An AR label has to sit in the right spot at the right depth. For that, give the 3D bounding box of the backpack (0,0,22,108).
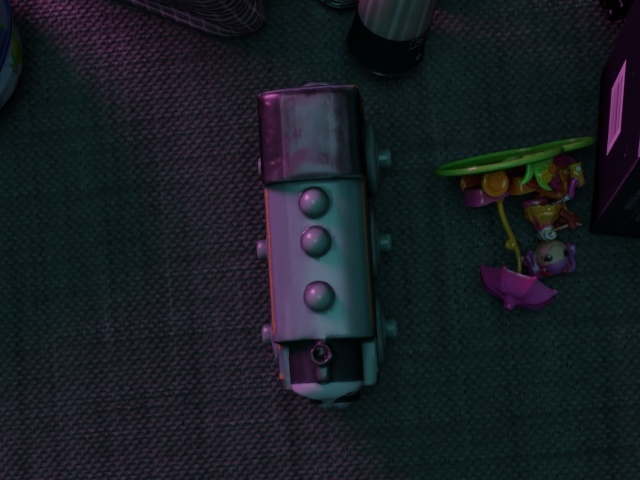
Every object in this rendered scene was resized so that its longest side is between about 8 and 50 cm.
[{"bbox_3d":[-0.480,-0.175,1.323,0.356,0.273,0.290,-26,76,-10],"label":"backpack"}]

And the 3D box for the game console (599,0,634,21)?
[{"bbox_3d":[0.386,-0.263,1.175,0.213,0.361,0.044,-16,93,2],"label":"game console"}]

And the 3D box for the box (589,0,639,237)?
[{"bbox_3d":[0.421,-0.103,1.162,0.313,0.343,0.179,5,81,6],"label":"box"}]

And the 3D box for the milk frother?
[{"bbox_3d":[0.057,-0.264,1.318,0.143,0.134,0.129,22,56,4],"label":"milk frother"}]

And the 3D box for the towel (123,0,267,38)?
[{"bbox_3d":[-0.189,-0.302,1.298,0.284,0.235,0.121,23,93,7],"label":"towel"}]

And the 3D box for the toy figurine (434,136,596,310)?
[{"bbox_3d":[0.212,-0.011,1.312,0.173,0.130,0.159,-14,98,-20],"label":"toy figurine"}]

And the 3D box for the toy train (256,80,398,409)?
[{"bbox_3d":[0.000,0.000,1.273,0.142,0.190,0.334,-3,85,6],"label":"toy train"}]
